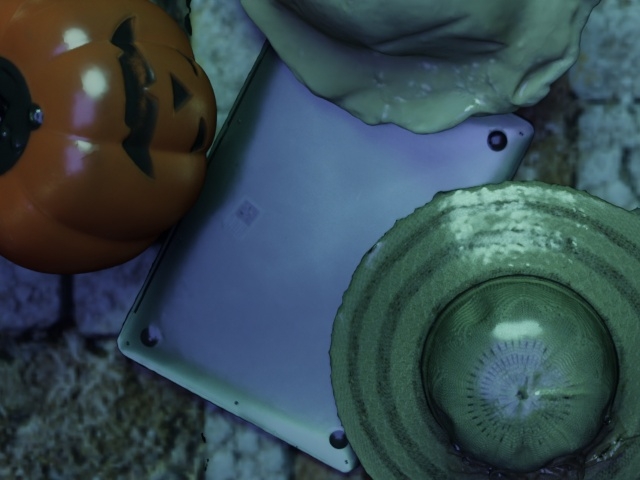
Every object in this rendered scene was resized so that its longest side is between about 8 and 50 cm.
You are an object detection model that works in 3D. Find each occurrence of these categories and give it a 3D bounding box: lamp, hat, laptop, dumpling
[{"bbox_3d":[-0.154,-0.072,0.926,0.188,0.164,0.187,-2,87,34],"label":"lamp"},{"bbox_3d":[0.125,0.085,0.907,0.252,0.110,0.252,1,96,6],"label":"hat"},{"bbox_3d":[0.000,0.000,0.975,0.188,0.015,0.269,28,98,5],"label":"laptop"},{"bbox_3d":[0.047,-0.161,0.894,0.258,0.147,0.193,23,122,22],"label":"dumpling"}]
